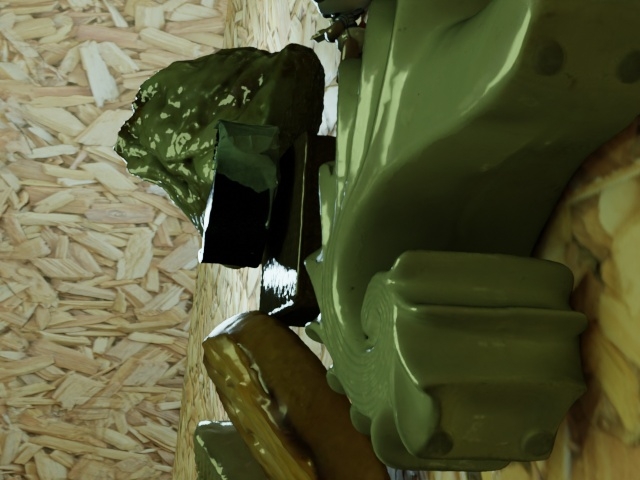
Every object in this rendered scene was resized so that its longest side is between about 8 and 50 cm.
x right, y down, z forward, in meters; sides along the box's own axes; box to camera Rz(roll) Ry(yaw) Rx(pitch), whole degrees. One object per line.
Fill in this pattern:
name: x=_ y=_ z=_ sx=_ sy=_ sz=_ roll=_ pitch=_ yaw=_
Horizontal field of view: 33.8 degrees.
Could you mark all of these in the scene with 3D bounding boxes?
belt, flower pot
belt: x=-0.087 y=-0.053 z=1.152 sx=0.198 sy=0.078 sz=0.151 roll=111 pitch=165 yaw=-65
flower pot: x=0.100 y=-0.033 z=0.746 sx=0.254 sy=0.164 sz=0.367 roll=-125 pitch=41 yaw=-63

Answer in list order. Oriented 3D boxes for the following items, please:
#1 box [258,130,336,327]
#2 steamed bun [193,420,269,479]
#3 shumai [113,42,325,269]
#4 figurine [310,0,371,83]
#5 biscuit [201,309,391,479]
box: x=0.021 y=-0.001 z=1.147 sx=0.273 sy=0.143 sz=0.184 roll=142 pitch=131 yaw=-75
steamed bun: x=-0.091 y=0.358 z=1.543 sx=0.218 sy=0.144 sz=0.211 roll=50 pitch=151 yaw=30
shumai: x=-0.151 y=-0.138 z=1.400 sx=0.304 sy=0.263 sz=0.309 roll=52 pitch=-123 yaw=-76
figurine: x=0.024 y=-0.300 z=1.365 sx=0.147 sy=0.093 sz=0.197 roll=3 pitch=-88 yaw=-67
biscuit: x=-0.017 y=0.203 z=1.118 sx=0.296 sy=0.102 sz=0.296 roll=49 pitch=159 yaw=26
